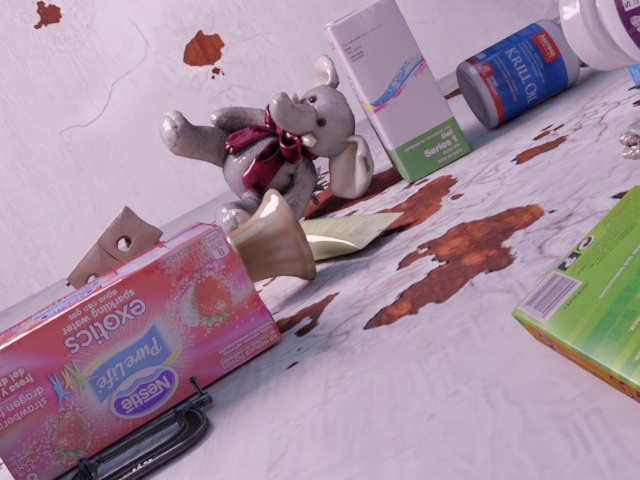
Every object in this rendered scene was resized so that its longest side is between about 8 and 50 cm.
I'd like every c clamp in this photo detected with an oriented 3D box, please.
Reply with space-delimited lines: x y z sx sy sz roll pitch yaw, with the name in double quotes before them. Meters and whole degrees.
"c clamp" -0.161 0.186 0.823 0.161 0.022 0.137 -30 15 -19

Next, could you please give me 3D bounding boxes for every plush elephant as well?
"plush elephant" -0.052 -0.166 1.538 0.330 0.272 0.255 0 -39 -45

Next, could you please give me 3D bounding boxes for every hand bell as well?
"hand bell" -0.140 0.042 1.098 0.242 0.126 0.126 -26 9 -16

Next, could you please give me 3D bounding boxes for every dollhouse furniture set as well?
"dollhouse furniture set" -0.217 0.072 1.214 0.129 0.184 0.129 -53 -13 -12

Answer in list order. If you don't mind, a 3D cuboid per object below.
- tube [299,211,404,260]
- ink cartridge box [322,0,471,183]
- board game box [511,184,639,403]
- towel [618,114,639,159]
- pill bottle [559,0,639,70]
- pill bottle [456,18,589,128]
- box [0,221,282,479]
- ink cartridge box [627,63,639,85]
"tube" 0.000 0.000 1.220 0.240 0.062 0.070 -10 64 48
"ink cartridge box" 0.119 -0.249 1.482 0.117 0.278 0.201 -28 10 4
"board game box" 0.198 0.030 0.493 0.124 0.039 0.259 -46 8 0
"towel" 0.425 -0.150 0.825 0.187 0.049 0.282 -36 13 -35
"pill bottle" 0.388 -0.266 0.905 0.169 0.169 0.301 -33 10 -26
"pill bottle" 0.348 -0.288 1.501 0.221 0.124 0.124 -30 10 -2
"box" -0.212 0.112 0.961 0.300 0.142 0.154 -31 10 -14
"ink cartridge box" 0.500 -0.271 1.186 0.104 0.060 0.180 -35 12 -35
